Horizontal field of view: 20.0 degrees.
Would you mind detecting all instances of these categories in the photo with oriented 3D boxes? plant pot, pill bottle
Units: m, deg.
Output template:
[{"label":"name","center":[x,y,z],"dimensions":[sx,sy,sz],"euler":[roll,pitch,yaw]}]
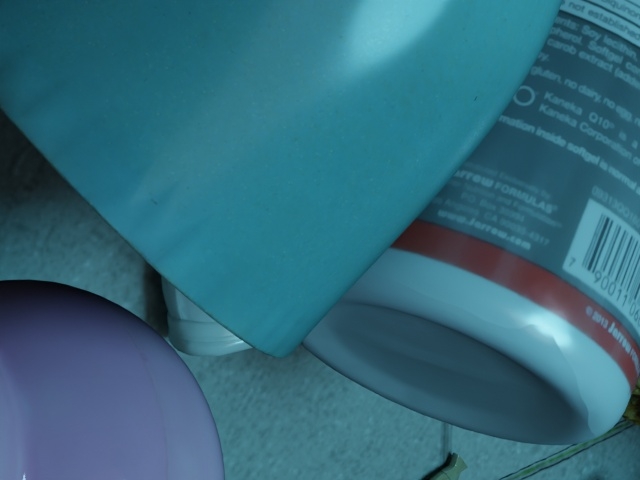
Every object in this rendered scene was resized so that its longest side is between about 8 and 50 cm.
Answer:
[{"label":"plant pot","center":[-0.026,-0.132,0.842],"dimensions":[0.235,0.293,0.293],"euler":[-42,132,5]},{"label":"pill bottle","center":[0.129,-0.084,1.044],"dimensions":[0.210,0.210,0.362],"euler":[42,63,-42]}]

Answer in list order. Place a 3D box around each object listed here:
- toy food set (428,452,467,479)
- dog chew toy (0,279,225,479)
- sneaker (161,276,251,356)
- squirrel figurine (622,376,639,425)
[{"label":"toy food set","center":[0.069,0.216,1.300],"dimensions":[0.122,0.019,0.078],"euler":[-46,132,-24]},{"label":"dog chew toy","center":[-0.199,0.107,0.816],"dimensions":[0.332,0.207,0.206],"euler":[15,99,-49]},{"label":"sneaker","center":[0.000,0.000,1.114],"dimensions":[0.212,0.080,0.094],"euler":[-17,108,-32]},{"label":"squirrel figurine","center":[0.347,-0.025,1.257],"dimensions":[0.397,0.281,0.370],"euler":[-53,126,-11]}]
